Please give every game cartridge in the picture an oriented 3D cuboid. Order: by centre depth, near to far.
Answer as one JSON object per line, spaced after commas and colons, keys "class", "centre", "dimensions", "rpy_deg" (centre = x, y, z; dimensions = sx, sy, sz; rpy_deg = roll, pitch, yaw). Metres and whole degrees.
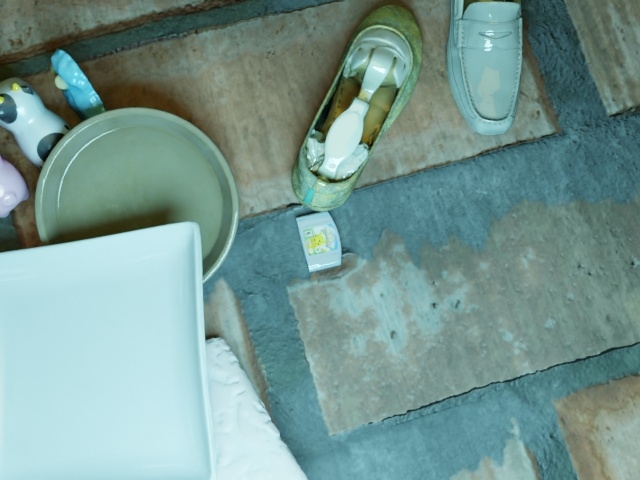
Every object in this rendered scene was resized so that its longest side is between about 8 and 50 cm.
{"class": "game cartridge", "centre": [0.000, 0.000, 1.374], "dimensions": [0.056, 0.017, 0.083], "rpy_deg": [-13, 79, -10]}

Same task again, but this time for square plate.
{"class": "square plate", "centre": [-0.308, 0.166, 1.241], "dimensions": [0.348, 0.049, 0.343], "rpy_deg": [-9, 73, 9]}

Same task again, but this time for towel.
{"class": "towel", "centre": [-0.190, 0.321, 1.212], "dimensions": [0.317, 0.053, 0.331], "rpy_deg": [-31, 55, -7]}

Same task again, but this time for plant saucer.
{"class": "plant saucer", "centre": [-0.253, -0.046, 1.323], "dimensions": [0.278, 0.041, 0.277], "rpy_deg": [-1, 96, -5]}

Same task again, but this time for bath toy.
{"class": "bath toy", "centre": [-0.455, -0.111, 1.316], "dimensions": [0.151, 0.129, 0.348], "rpy_deg": [43, 80, 6]}

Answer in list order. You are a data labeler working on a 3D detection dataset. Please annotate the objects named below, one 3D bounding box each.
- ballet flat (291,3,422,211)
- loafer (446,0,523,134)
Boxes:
{"class": "ballet flat", "centre": [0.061, -0.204, 1.370], "dimensions": [0.123, 0.123, 0.348], "rpy_deg": [26, 78, 2]}
{"class": "loafer", "centre": [0.242, -0.316, 1.404], "dimensions": [0.112, 0.111, 0.319], "rpy_deg": [-4, 78, -4]}
